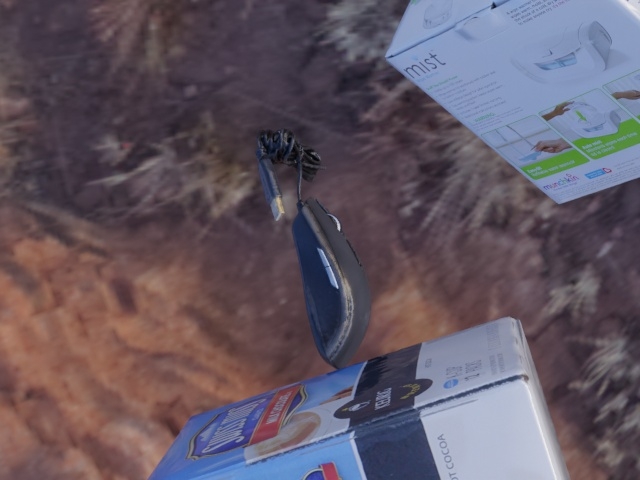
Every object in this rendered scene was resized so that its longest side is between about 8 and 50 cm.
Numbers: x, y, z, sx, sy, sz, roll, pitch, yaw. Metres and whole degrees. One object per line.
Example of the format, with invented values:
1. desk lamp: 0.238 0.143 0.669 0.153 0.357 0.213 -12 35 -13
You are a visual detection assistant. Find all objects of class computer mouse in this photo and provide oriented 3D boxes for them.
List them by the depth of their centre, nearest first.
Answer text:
1. computer mouse: 0.000 0.000 1.840 0.060 0.184 0.262 -15 74 15

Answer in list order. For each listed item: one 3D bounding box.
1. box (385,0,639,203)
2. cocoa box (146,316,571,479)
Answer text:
1. box: 0.228 -0.167 1.503 0.231 0.127 0.262 38 150 -20
2. cocoa box: 0.061 0.251 1.017 0.228 0.231 0.347 -18 94 6
